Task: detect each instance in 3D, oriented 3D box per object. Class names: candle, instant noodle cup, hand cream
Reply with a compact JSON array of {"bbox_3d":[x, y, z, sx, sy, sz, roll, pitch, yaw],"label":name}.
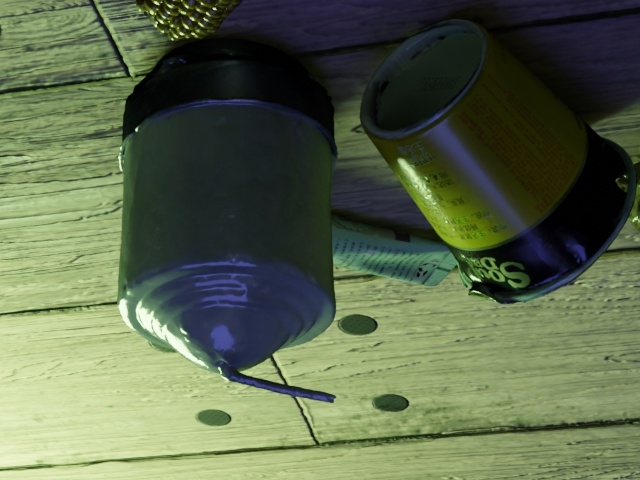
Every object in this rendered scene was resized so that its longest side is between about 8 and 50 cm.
[{"bbox_3d":[-0.092,-0.010,1.550,0.221,0.342,0.221,0,149,0],"label":"candle"},{"bbox_3d":[0.161,-0.085,1.554,0.216,0.215,0.236,-23,129,32],"label":"instant noodle cup"},{"bbox_3d":[0.000,0.000,1.789,0.331,0.058,0.085,15,141,-17],"label":"hand cream"}]

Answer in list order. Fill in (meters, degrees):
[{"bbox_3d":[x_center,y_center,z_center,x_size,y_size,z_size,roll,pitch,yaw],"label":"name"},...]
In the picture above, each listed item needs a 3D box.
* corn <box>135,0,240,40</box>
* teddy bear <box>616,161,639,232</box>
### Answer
[{"bbox_3d":[-0.068,-0.280,1.374,0.097,0.097,0.320,21,139,-23],"label":"corn"},{"bbox_3d":[0.419,-0.024,1.561,0.267,0.256,0.156,-9,138,16],"label":"teddy bear"}]
